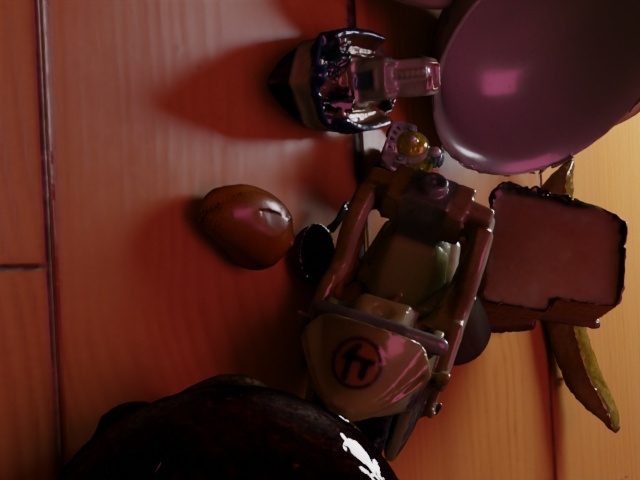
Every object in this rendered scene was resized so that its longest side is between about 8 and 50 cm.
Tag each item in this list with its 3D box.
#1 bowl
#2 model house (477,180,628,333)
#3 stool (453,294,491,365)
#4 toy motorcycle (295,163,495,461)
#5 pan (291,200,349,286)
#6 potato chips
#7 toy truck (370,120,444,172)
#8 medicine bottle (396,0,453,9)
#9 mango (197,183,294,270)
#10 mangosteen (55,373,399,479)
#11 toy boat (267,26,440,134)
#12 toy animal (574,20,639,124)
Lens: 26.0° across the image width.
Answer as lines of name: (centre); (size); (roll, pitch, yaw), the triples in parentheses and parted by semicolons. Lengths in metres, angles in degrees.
bowl: (0.257, -0.261, 1.731); (0.345, 0.345, 0.157); (39, 13, -48)
model house: (0.283, 0.040, 1.789); (0.172, 0.183, 0.166); (106, -7, -69)
stool: (0.152, 0.093, 1.652); (0.110, 0.096, 0.096); (53, 46, -47)
toy motorcycle: (0.064, 0.090, 1.430); (0.237, 0.169, 0.410); (102, 9, -45)
pan: (0.000, 0.000, 1.493); (0.068, 0.023, 0.115); (60, 45, -33)
potato chips: (0.355, 0.091, 1.967); (0.057, 0.080, 0.406); (-42, 121, -68)
toy truck: (0.103, -0.085, 1.587); (0.111, 0.077, 0.076); (85, 24, -58)
medicine bottle: (0.124, -0.358, 1.589); (0.105, 0.105, 0.168); (-19, 130, -55)
mango: (-0.071, -0.016, 1.358); (0.127, 0.063, 0.077); (32, 70, -49)
mangosteen: (-0.074, 0.259, 1.124); (0.330, 0.330, 0.330); (7, 82, -55)
toy boat: (0.045, -0.174, 1.495); (0.262, 0.115, 0.114); (-10, 96, -55)
toy animal: (0.363, -0.284, 1.928); (0.213, 0.195, 0.256); (-116, -179, -51)
